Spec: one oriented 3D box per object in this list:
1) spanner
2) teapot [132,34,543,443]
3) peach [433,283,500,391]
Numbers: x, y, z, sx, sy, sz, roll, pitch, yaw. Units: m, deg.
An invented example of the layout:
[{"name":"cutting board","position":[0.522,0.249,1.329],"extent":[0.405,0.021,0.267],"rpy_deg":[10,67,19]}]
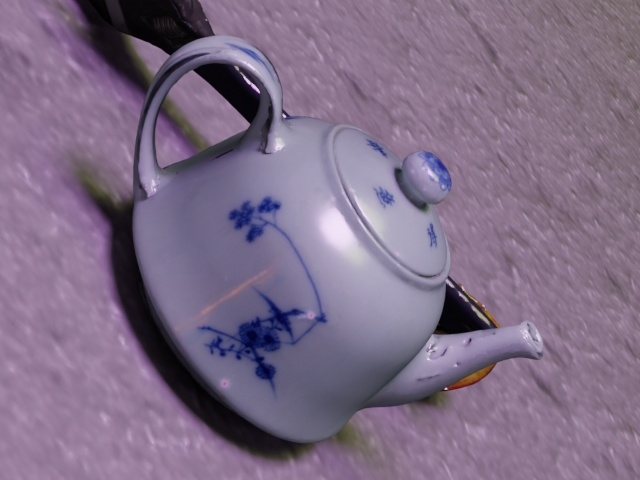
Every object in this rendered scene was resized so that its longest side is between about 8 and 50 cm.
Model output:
[{"name":"spanner","position":[-0.012,-0.050,0.832],"extent":[0.316,0.087,0.024],"rpy_deg":[45,68,-5]},{"name":"teapot","position":[0.000,0.000,0.748],"extent":[0.232,0.159,0.159],"rpy_deg":[46,27,-19]},{"name":"peach","position":[0.063,0.057,0.898],"extent":[0.077,0.050,0.083],"rpy_deg":[41,21,12]}]
